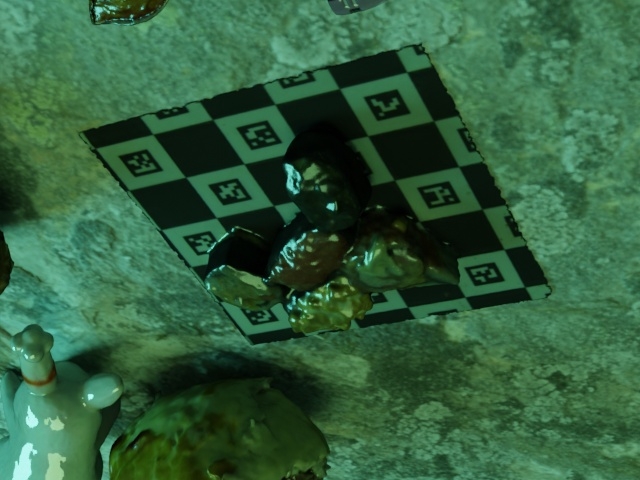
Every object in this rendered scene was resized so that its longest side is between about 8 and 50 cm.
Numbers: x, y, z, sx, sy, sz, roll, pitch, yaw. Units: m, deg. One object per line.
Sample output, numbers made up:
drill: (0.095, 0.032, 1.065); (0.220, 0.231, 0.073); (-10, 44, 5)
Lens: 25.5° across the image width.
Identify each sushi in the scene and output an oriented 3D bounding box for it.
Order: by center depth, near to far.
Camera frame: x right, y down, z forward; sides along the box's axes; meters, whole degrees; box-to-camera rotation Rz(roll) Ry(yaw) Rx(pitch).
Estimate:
sushi: (0.000, 0.000, 1.323); (0.343, 0.064, 0.359); (-11, 137, 23)

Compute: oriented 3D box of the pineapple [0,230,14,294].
pineapple: (-0.398, -0.045, 1.301); (0.158, 0.158, 0.278); (-8, 127, 20)

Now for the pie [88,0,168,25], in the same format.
pie: (-0.154, -0.233, 1.087); (0.088, 0.033, 0.191); (-1, 141, 6)

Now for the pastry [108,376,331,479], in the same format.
pastry: (-0.140, 0.245, 1.545); (0.256, 0.237, 0.170); (-20, 100, 40)

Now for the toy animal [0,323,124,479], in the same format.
toy animal: (-0.294, 0.195, 1.586); (0.140, 0.138, 0.282); (7, 119, -11)

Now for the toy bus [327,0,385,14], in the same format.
toy bus: (0.017, -0.259, 0.972); (0.108, 0.096, 0.199); (-12, 135, 17)
